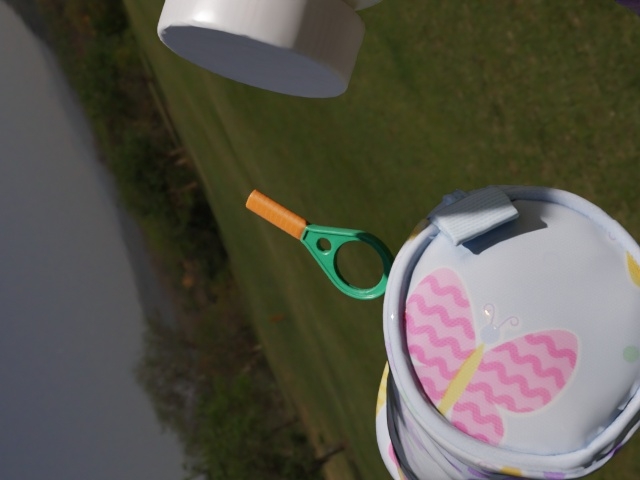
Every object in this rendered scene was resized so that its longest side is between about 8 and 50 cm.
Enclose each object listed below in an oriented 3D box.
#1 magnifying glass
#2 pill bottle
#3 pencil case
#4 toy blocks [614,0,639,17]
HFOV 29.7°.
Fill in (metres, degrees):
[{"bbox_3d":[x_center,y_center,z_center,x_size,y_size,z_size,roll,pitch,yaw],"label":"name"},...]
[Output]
[{"bbox_3d":[0.000,0.000,1.633,0.231,0.092,0.026,31,-151,12],"label":"magnifying glass"},{"bbox_3d":[-0.003,-0.194,0.616,0.121,0.121,0.221,122,164,-83],"label":"pill bottle"},{"bbox_3d":[0.083,0.064,0.576,0.273,0.113,0.124,84,176,-75],"label":"pencil case"},{"bbox_3d":[0.345,-0.119,0.673,0.260,0.288,0.309,57,176,-30],"label":"toy blocks"}]
